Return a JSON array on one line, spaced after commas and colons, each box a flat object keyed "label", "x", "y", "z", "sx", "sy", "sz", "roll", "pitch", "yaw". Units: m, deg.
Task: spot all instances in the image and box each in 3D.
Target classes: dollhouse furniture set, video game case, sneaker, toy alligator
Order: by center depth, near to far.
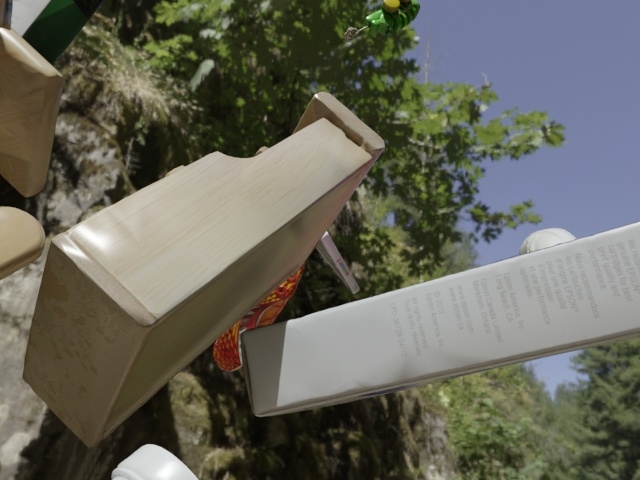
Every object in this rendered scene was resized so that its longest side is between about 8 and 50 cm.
[{"label": "dollhouse furniture set", "x": -0.192, "y": -0.099, "z": 0.463, "sx": 0.394, "sy": 0.256, "sz": 0.362, "roll": 42, "pitch": -47, "yaw": 8}, {"label": "video game case", "x": 0.000, "y": 0.000, "z": 0.658, "sx": 0.011, "sy": 0.087, "sz": 0.122, "roll": -37, "pitch": -36, "yaw": -4}, {"label": "sneaker", "x": -0.080, "y": 0.083, "z": 0.785, "sx": 0.064, "sy": 0.175, "sz": 0.067, "roll": 35, "pitch": 3, "yaw": 5}, {"label": "sneaker", "x": 0.353, "y": 0.050, "z": 0.971, "sx": 0.123, "sy": 0.106, "sz": 0.290, "roll": -14, "pitch": 10, "yaw": -2}, {"label": "toy alligator", "x": 0.116, "y": -0.372, "z": 1.043, "sx": 0.051, "sy": 0.189, "sz": 0.056, "roll": 43, "pitch": -27, "yaw": 8}]

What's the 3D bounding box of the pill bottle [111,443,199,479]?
[{"label": "pill bottle", "x": -0.250, "y": 0.348, "z": 0.556, "sx": 0.188, "sy": 0.334, "sz": 0.188, "roll": 24, "pitch": -49, "yaw": 31}]

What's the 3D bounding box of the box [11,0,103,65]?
[{"label": "box", "x": -0.325, "y": -0.315, "z": 0.664, "sx": 0.232, "sy": 0.322, "sz": 0.058, "roll": 29, "pitch": -11, "yaw": 17}]

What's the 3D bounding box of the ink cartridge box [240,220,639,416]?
[{"label": "ink cartridge box", "x": 0.150, "y": 0.048, "z": 0.402, "sx": 0.370, "sy": 0.069, "sz": 0.175, "roll": -16, "pitch": -16, "yaw": 21}]
